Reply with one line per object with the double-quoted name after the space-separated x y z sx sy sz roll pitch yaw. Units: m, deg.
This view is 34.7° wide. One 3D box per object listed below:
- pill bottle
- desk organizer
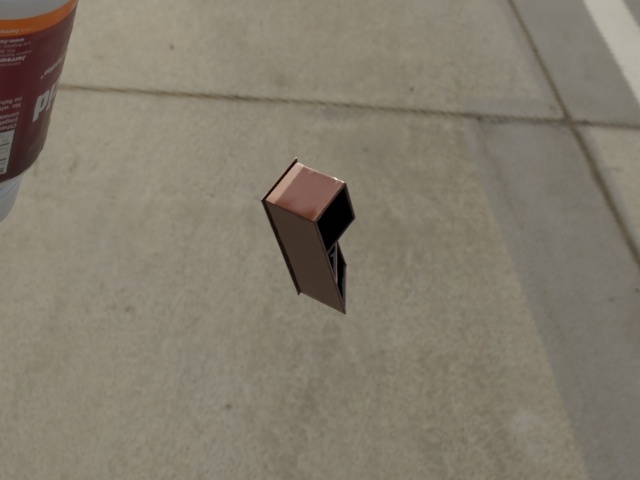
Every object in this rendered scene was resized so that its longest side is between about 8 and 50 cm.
-0.410 -0.193 1.157 0.224 0.392 0.224 14 46 -15 "pill bottle"
0.000 0.000 0.812 0.050 0.130 0.047 25 63 29 "desk organizer"
